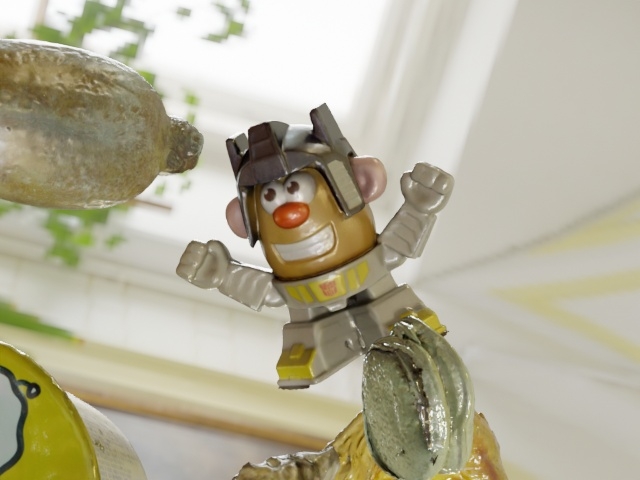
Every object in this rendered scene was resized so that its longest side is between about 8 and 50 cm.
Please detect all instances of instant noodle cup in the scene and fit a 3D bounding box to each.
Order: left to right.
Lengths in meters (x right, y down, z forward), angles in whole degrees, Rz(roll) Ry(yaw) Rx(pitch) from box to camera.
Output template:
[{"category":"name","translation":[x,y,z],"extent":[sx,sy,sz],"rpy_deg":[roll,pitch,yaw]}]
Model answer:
[{"category":"instant noodle cup","translation":[-0.307,0.251,1.772],"extent":[0.254,0.326,0.325],"rpy_deg":[30,72,-73]}]

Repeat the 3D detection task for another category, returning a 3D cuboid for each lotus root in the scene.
[{"category":"lotus root","translation":[-0.169,-0.076,1.320],"extent":[0.088,0.192,0.113],"rpy_deg":[-16,-112,61]}]

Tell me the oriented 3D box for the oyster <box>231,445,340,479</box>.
[{"category":"oyster","translation":[-0.091,0.293,1.493],"extent":[0.111,0.204,0.396],"rpy_deg":[-53,-159,43]}]

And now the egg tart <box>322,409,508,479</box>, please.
[{"category":"egg tart","translation":[0.080,0.300,2.166],"extent":[0.116,0.295,0.294],"rpy_deg":[7,-98,56]}]

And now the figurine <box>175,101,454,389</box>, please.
[{"category":"figurine","translation":[-0.003,0.001,2.057],"extent":[0.143,0.309,0.308],"rpy_deg":[-161,-94,-80]}]

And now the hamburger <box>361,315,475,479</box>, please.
[{"category":"hamburger","translation":[0.080,0.138,1.652],"extent":[0.133,0.062,0.140],"rpy_deg":[38,-42,53]}]
